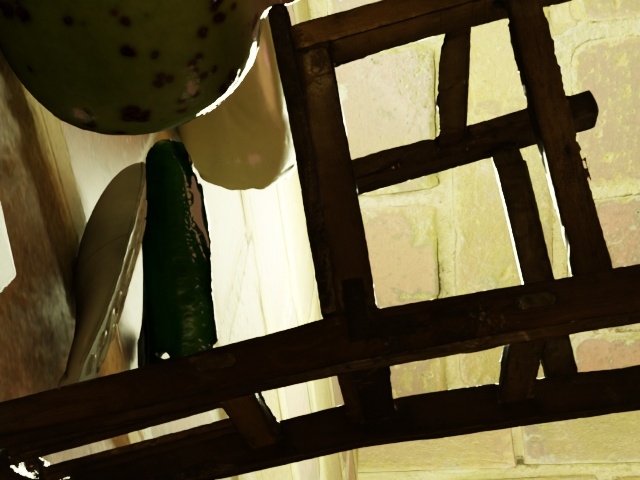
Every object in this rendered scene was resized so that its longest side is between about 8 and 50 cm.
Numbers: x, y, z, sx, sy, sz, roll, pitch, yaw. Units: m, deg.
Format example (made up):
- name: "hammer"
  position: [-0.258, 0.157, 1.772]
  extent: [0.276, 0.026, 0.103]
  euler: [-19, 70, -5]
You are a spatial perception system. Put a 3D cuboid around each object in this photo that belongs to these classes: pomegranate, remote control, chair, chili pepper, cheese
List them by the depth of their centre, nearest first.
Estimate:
- name: "chair"
  position: [0.000, 0.000, 0.609]
  extent: [0.203, 0.416, 0.240]
  euler: [77, 4, -65]
- name: "pomegranate"
  position: [-0.084, -0.179, 0.623]
  extent: [0.214, 0.248, 0.214]
  euler: [-10, 90, -88]
- name: "remote control"
  position: [-0.159, 0.024, 0.725]
  extent: [0.229, 0.044, 0.073]
  euler: [-84, -168, -48]
- name: "chili pepper"
  position: [-0.126, 0.020, 0.851]
  extent: [0.108, 0.062, 0.216]
  euler: [-141, -128, -65]
- name: "cheese"
  position: [-0.092, -0.186, 1.142]
  extent: [0.266, 0.127, 0.233]
  euler: [-82, 166, -71]

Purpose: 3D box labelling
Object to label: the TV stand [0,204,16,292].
- name: "TV stand"
  position: [-0.192, 0.048, 0.408]
  extent: [0.256, 0.040, 0.048]
  euler: [-81, 167, -66]
